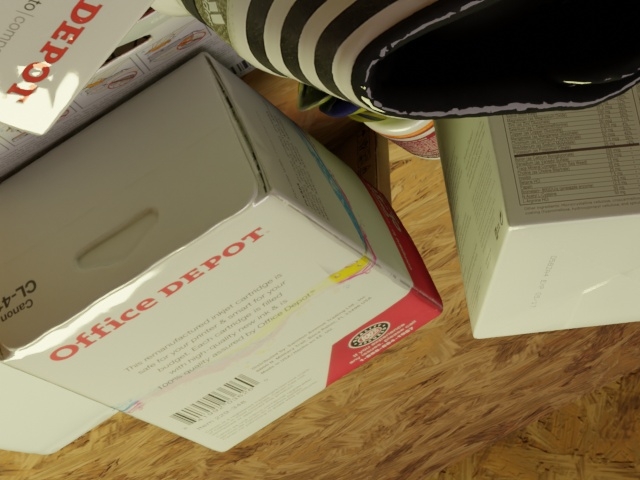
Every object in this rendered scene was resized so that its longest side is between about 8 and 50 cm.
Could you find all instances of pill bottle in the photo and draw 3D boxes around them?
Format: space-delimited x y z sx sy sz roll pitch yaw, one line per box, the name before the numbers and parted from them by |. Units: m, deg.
pill bottle | 0.088 -0.117 1.510 0.086 0.086 0.152 -34 160 13

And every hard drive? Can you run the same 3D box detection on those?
hard drive | -0.268 0.133 1.704 0.203 0.040 0.307 -33 161 11

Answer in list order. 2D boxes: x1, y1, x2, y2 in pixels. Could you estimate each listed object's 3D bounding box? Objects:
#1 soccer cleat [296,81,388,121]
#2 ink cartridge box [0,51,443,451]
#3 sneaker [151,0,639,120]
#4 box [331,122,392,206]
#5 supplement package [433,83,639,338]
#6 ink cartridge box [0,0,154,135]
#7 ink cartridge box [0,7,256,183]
soccer cleat | 0.023 -0.133 1.301 0.121 0.093 0.289 -37 178 -9
ink cartridge box | -0.078 0.021 1.276 0.226 0.131 0.306 -32 150 13
sneaker | 0.141 -0.199 0.946 0.447 0.257 0.169 -38 146 -23
box | 0.000 0.000 1.552 0.021 0.201 0.164 35 121 -25
supplement package | 0.196 -0.093 1.294 0.198 0.263 0.199 -6 155 -6
ink cartridge box | -0.197 -0.181 0.783 0.278 0.117 0.201 17 134 -35
ink cartridge box | -0.145 -0.118 1.166 0.275 0.060 0.239 -30 170 1
